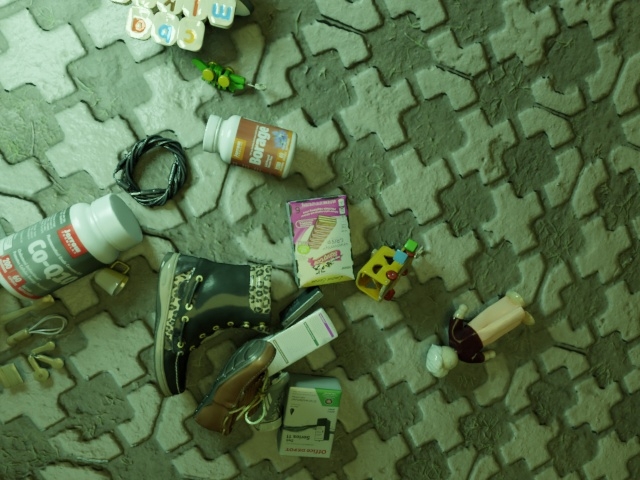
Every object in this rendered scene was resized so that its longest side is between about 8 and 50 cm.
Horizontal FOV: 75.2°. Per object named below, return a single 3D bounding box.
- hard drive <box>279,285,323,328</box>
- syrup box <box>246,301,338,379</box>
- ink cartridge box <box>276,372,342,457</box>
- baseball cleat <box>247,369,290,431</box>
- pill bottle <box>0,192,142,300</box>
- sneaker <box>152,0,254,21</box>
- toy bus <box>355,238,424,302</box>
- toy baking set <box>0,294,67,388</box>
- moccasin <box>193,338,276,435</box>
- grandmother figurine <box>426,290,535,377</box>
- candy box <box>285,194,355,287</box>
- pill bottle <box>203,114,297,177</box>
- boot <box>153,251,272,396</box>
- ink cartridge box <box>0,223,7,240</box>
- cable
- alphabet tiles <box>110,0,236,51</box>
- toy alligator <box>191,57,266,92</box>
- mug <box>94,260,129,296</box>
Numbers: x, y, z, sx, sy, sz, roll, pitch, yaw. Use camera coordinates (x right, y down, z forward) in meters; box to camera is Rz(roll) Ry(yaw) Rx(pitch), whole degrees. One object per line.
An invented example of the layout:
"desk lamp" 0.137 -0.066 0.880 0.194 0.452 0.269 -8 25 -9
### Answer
"hard drive" -0.054 0.174 1.132 0.135 0.094 0.022 -41 101 -2
"syrup box" -0.079 0.270 1.142 0.237 0.093 0.096 -29 101 -4
"ink cartridge box" -0.034 0.499 1.185 0.153 0.087 0.208 8 97 -10
"baseball cleat" -0.127 0.448 1.144 0.109 0.072 0.206 46 117 12
"pill bottle" -0.590 0.010 0.986 0.283 0.161 0.161 -28 101 -4
"sneaker" -0.306 -0.561 0.990 0.270 0.090 0.144 25 94 -8
"toy bus" 0.183 0.068 1.148 0.104 0.202 0.190 33 98 19
"toy baking set" -0.758 0.255 1.064 0.197 0.030 0.256 5 98 -13
"moccasin" -0.198 0.382 1.040 0.147 0.139 0.380 34 119 0
"grandmother figurine" 0.456 0.282 1.232 0.342 0.104 0.207 -34 93 -6
"candy box" 0.000 0.000 1.128 0.159 0.071 0.233 -8 100 -9
"pill bottle" -0.175 -0.239 1.039 0.216 0.121 0.121 13 96 -11
"boot" -0.274 0.221 1.087 0.285 0.138 0.377 3 92 -10
"ink cartridge box" -0.827 -0.056 0.883 0.114 0.273 0.196 -19 101 -10
"cable" -0.415 -0.176 1.047 0.184 0.047 0.150 -44 102 -2
"alphabet tiles" -0.326 -0.575 0.931 0.284 0.021 0.277 10 93 -5
"toy alligator" -0.232 -0.399 1.046 0.190 0.056 0.051 19 137 -13
"mug" -0.536 0.097 1.068 0.064 0.078 0.062 32 124 -4
